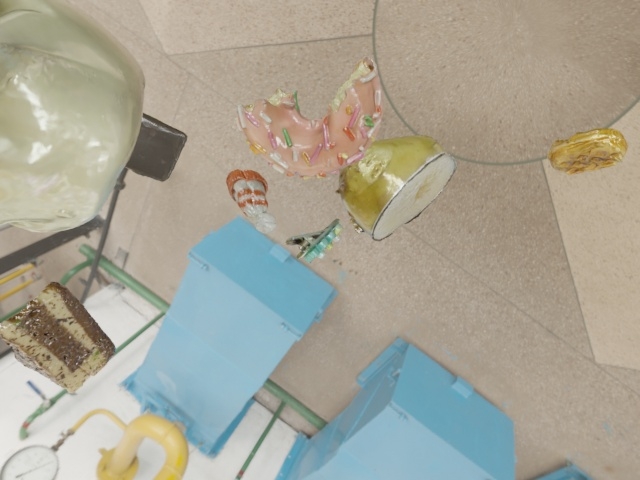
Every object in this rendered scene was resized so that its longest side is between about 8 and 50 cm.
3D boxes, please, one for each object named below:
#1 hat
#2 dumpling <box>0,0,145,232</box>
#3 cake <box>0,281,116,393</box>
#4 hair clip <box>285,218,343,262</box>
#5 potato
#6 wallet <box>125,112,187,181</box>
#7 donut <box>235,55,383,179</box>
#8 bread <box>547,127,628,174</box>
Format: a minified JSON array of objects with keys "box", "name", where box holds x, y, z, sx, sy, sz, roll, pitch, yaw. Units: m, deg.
[{"box":[-0.155,-0.082,0.981,0.093,0.112,0.162,-23,62,2],"name":"hat"},{"box":[-0.337,-0.116,0.457,0.233,0.395,0.315,39,105,-23],"name":"dumpling"},{"box":[-0.416,0.168,0.686,0.135,0.112,0.246,40,143,-8],"name":"cake"},{"box":[0.000,0.001,0.636,0.049,0.173,0.049,6,105,22],"name":"hair clip"},{"box":[0.176,-0.162,1.035,0.196,0.299,0.246,47,152,22],"name":"potato"},{"box":[-0.533,-0.287,1.124,0.309,0.042,0.165,25,107,-19],"name":"wallet"},{"box":[-0.007,-0.116,0.454,0.166,0.065,0.117,-9,121,28],"name":"donut"},{"box":[0.427,-0.144,0.673,0.083,0.044,0.110,21,161,-32],"name":"bread"}]
